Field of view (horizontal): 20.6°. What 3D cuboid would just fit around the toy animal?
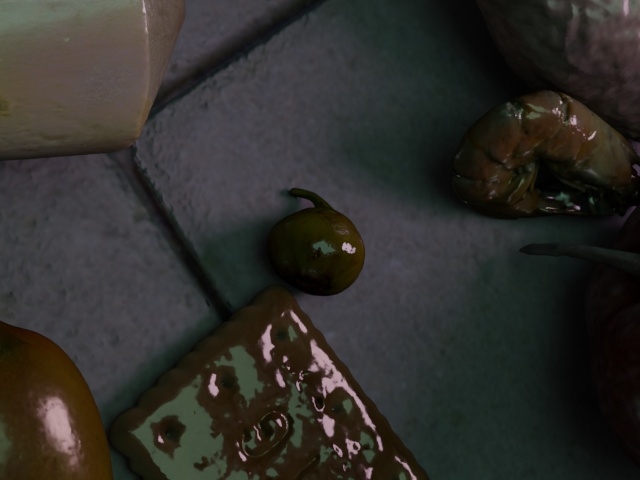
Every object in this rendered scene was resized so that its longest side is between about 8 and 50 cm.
[{"bbox_3d":[0.277,-0.224,1.639,0.358,0.188,0.226,28,77,-32],"label":"toy animal"}]

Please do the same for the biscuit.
[{"bbox_3d":[-0.012,0.218,1.508,0.217,0.044,0.325,-40,99,-27],"label":"biscuit"}]

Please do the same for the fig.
[{"bbox_3d":[0.000,0.000,1.538,0.084,0.082,0.098,9,56,11],"label":"fig"}]

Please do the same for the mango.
[{"bbox_3d":[-0.258,0.205,1.322,0.211,0.173,0.317,-8,91,-26],"label":"mango"}]

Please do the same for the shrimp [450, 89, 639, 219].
[{"bbox_3d":[0.224,-0.063,1.637,0.267,0.145,0.061,13,37,-47],"label":"shrimp"}]

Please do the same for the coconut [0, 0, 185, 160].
[{"bbox_3d":[-0.224,-0.179,1.374,0.244,0.239,0.239,-7,84,-27],"label":"coconut"}]

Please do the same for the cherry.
[{"bbox_3d":[0.402,0.086,1.610,0.335,0.291,0.326,11,70,-40],"label":"cherry"}]
